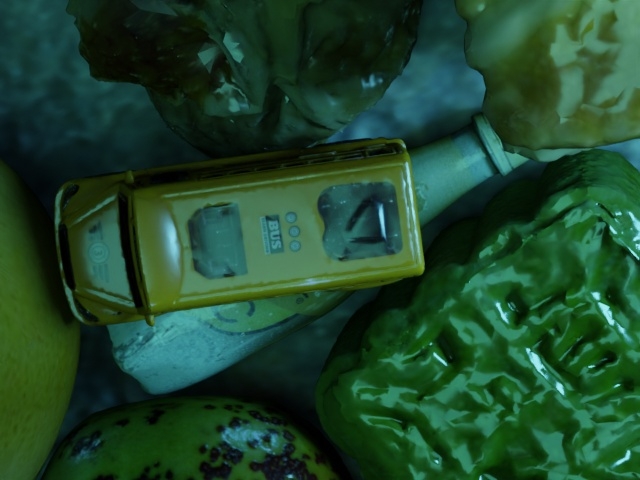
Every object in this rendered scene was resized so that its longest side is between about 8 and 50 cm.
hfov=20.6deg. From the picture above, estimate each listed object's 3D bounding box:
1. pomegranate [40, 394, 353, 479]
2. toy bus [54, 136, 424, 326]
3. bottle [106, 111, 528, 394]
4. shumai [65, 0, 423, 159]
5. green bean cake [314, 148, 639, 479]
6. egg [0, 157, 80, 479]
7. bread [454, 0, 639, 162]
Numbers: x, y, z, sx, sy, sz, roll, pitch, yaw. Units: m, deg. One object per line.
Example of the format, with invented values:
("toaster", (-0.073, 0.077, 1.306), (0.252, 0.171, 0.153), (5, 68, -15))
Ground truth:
("pomegranate", (-0.073, 0.200, 1.006), (0.214, 0.248, 0.214), (-1, 114, -3))
("toy bus", (-0.044, -0.004, 0.931), (0.194, 0.088, 0.083), (-9, 95, -2))
("bottle", (0.000, 0.000, 1.017), (0.269, 0.083, 0.083), (-27, 102, 9))
("shumai", (-0.036, -0.121, 0.949), (0.161, 0.153, 0.209), (35, 114, 4))
("green bean cake", (0.145, 0.097, 1.000), (0.222, 0.125, 0.248), (-39, 99, 19))
("egg", (-0.272, 0.079, 0.997), (0.250, 0.250, 0.322), (26, 111, 0))
("bread", (0.194, -0.265, 0.789), (0.390, 0.279, 0.371), (-22, 102, 16))
